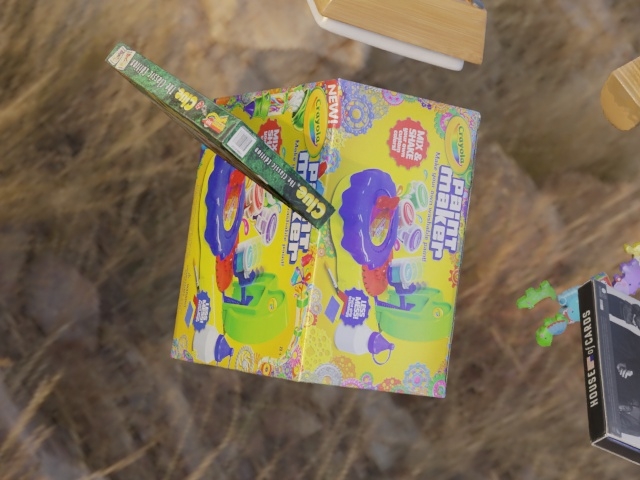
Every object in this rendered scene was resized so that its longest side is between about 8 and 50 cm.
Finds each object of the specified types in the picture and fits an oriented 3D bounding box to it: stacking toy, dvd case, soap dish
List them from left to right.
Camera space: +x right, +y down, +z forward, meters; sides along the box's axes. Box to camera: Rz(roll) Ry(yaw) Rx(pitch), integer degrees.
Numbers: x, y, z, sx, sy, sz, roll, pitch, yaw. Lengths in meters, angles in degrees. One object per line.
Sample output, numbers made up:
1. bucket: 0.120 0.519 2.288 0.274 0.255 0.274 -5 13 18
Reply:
1. soap dish: 0.115 -0.399 2.228 0.291 0.118 0.229 13 34 -24
2. stacking toy: 0.382 0.073 1.898 0.167 0.221 0.052 -89 154 -76
3. dvd case: 0.355 0.156 1.379 0.239 0.029 0.179 25 47 -26

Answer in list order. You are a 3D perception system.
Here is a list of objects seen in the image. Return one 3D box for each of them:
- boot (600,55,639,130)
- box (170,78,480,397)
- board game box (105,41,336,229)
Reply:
1. boot: 0.378 -0.206 1.206 0.211 0.295 0.104 -29 79 -22
2. box: 0.000 0.000 1.448 0.177 0.279 0.289 10 85 -32
3. board game box: -0.095 -0.099 1.263 0.136 0.030 0.260 44 -5 -36
